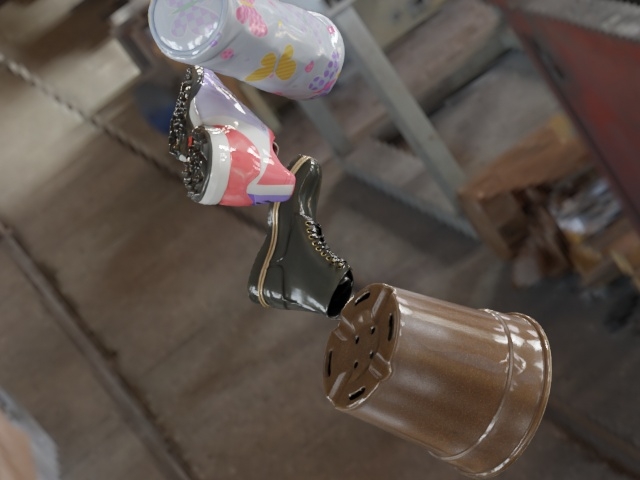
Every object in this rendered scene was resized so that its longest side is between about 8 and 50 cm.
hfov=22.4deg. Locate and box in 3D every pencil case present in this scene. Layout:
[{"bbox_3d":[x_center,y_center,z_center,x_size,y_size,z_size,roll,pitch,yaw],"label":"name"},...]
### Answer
[{"bbox_3d":[-0.085,-0.245,1.921,0.113,0.273,0.124,-46,61,19],"label":"pencil case"}]

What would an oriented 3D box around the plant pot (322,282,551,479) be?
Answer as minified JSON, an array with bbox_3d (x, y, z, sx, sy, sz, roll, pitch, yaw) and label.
[{"bbox_3d":[0.102,0.125,1.526,0.167,0.165,0.167,-41,39,43],"label":"plant pot"}]

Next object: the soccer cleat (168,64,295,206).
[{"bbox_3d":[-0.114,-0.125,1.979,0.318,0.116,0.109,-114,37,-62],"label":"soccer cleat"}]

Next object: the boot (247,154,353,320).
[{"bbox_3d":[0.000,0.000,2.025,0.137,0.077,0.198,14,90,37],"label":"boot"}]
